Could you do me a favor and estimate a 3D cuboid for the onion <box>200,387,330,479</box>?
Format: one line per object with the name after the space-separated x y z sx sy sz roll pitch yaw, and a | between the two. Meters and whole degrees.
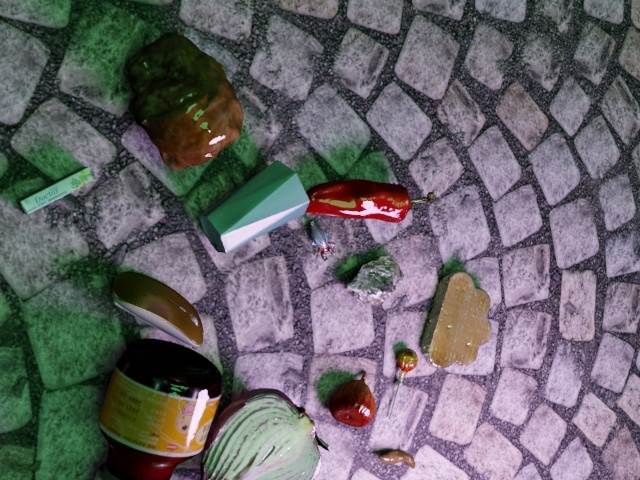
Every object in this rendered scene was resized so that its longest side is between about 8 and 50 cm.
-0.178 0.507 1.813 0.348 0.159 0.267 -30 95 -18 | onion

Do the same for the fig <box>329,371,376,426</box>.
0.096 0.403 1.987 0.119 0.119 0.153 37 73 -26 | fig

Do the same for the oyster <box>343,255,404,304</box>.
0.145 0.112 2.035 0.177 0.064 0.125 -38 106 -25 | oyster

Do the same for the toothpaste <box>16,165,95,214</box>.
-0.556 -0.108 1.629 0.164 0.046 0.034 -33 111 -25 | toothpaste

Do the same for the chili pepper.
0.117 -0.101 1.988 0.387 0.110 0.110 2 91 -25 | chili pepper

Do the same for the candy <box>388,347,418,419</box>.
0.217 0.391 2.099 0.060 0.060 0.201 17 90 -29 | candy

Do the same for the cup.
-0.162 -0.072 1.819 0.235 0.148 0.134 -32 75 -20 | cup

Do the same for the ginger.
-0.284 -0.296 1.694 0.223 0.200 0.269 50 23 -54 | ginger

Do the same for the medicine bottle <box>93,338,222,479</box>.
-0.370 0.433 1.664 0.242 0.242 0.395 14 99 -30 | medicine bottle

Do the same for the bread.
0.394 0.238 2.185 0.207 0.056 0.287 27 79 -25 | bread

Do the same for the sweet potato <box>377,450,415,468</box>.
0.212 0.594 2.108 0.153 0.038 0.041 23 103 -37 | sweet potato

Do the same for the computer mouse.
-0.353 0.151 1.725 0.245 0.126 0.056 37 112 -26 | computer mouse

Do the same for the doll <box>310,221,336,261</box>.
0.000 0.001 1.959 0.057 0.039 0.114 -24 119 7 | doll
